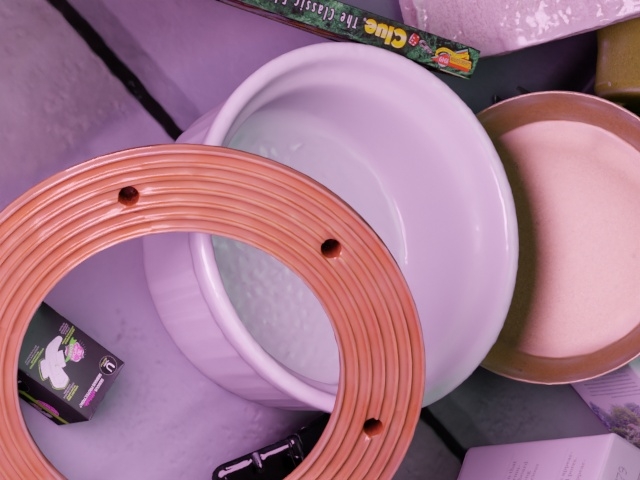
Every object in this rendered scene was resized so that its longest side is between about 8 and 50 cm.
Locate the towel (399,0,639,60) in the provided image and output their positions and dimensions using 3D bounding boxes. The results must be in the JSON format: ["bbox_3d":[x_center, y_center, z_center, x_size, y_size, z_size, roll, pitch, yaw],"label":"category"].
[{"bbox_3d":[0.182,-0.255,1.494,0.049,0.282,0.187,-10,86,-63],"label":"towel"}]

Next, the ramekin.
[{"bbox_3d":[0.000,0.000,1.405,0.277,0.135,0.277,6,77,-31],"label":"ramekin"}]

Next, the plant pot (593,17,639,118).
[{"bbox_3d":[0.380,-0.272,1.587,0.366,0.366,0.353,11,87,-29],"label":"plant pot"}]

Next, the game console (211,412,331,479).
[{"bbox_3d":[-0.015,0.209,1.430,0.107,0.071,0.122,-22,92,-2],"label":"game console"}]

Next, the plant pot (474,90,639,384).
[{"bbox_3d":[0.188,-0.002,1.503,0.032,0.236,0.236,10,70,-74],"label":"plant pot"}]

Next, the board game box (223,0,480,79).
[{"bbox_3d":[-0.018,-0.178,1.428,0.259,0.136,0.030,16,97,-28],"label":"board game box"}]

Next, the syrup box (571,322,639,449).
[{"bbox_3d":[0.305,0.137,1.590,0.237,0.093,0.096,50,61,-14],"label":"syrup box"}]

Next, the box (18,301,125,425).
[{"bbox_3d":[-0.193,0.086,1.313,0.083,0.062,0.052,40,65,-18],"label":"box"}]

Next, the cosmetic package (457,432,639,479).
[{"bbox_3d":[0.199,0.253,1.450,0.151,0.183,0.151,33,65,-22],"label":"cosmetic package"}]

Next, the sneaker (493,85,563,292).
[{"bbox_3d":[0.174,-0.041,1.560,0.089,0.051,0.170,37,49,-30],"label":"sneaker"}]

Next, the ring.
[{"bbox_3d":[-0.096,0.090,1.266,0.336,0.032,0.337,-2,114,-5],"label":"ring"}]
